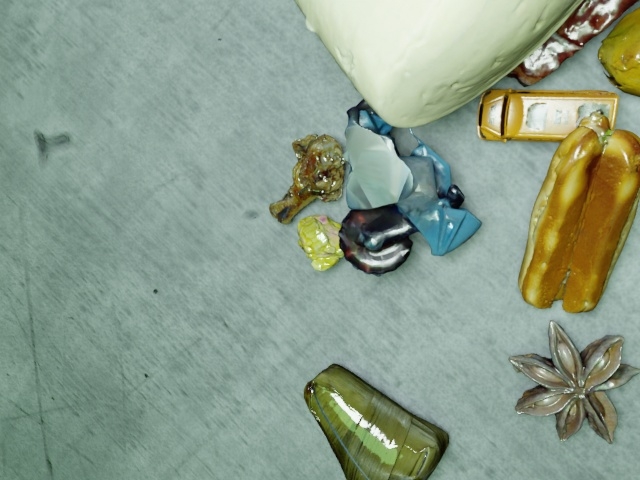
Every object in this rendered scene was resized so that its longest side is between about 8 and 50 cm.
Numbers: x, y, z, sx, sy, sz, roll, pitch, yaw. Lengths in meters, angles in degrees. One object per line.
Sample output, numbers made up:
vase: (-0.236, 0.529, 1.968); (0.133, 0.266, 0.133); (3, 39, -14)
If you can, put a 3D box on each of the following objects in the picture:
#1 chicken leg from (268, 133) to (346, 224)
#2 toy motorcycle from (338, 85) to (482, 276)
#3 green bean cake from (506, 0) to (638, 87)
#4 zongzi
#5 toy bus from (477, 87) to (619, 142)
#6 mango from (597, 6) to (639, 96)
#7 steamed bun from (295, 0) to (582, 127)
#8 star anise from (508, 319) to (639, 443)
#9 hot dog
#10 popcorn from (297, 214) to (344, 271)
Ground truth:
chicken leg: (-0.019, -0.107, 0.955); (0.125, 0.080, 0.196); (33, 120, 22)
toy motorcycle: (0.151, -0.142, 0.842); (0.232, 0.172, 0.415); (4, 95, 14)
green bean cake: (0.347, -0.337, 0.741); (0.199, 0.097, 0.232); (38, 113, 10)
zongzi: (0.062, 0.426, 1.015); (0.286, 0.138, 0.300); (31, 113, 15)
toy bus: (0.340, -0.190, 0.784); (0.195, 0.088, 0.083); (6, 105, 19)
mango: (0.508, -0.285, 0.680); (0.249, 0.151, 0.156); (-17, 60, 32)
steamed bun: (0.173, -0.398, 0.613); (0.371, 0.290, 0.456); (58, 137, 22)
star anise: (0.415, 0.237, 0.866); (0.197, 0.073, 0.212); (16, 105, 13)
hot dog: (0.387, -0.031, 0.768); (0.135, 0.100, 0.337); (9, 128, 18)
popcorn: (0.000, -0.002, 0.957); (0.089, 0.097, 0.109); (-48, 69, 20)
